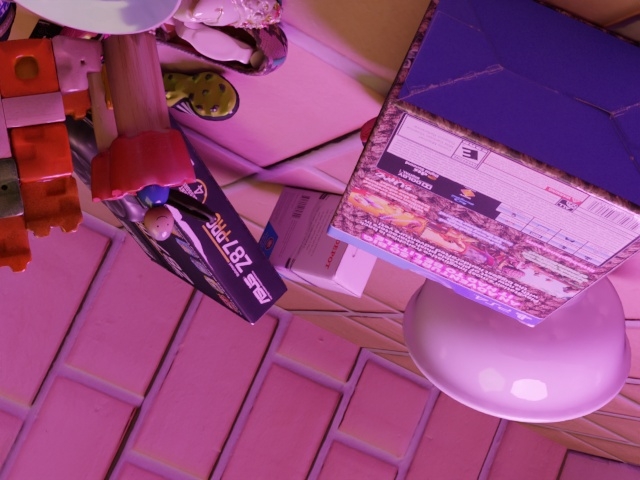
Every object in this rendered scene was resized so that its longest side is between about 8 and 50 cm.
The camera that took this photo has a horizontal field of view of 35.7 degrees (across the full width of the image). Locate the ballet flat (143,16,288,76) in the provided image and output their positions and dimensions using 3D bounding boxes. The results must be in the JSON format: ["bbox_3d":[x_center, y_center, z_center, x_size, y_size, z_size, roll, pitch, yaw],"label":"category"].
[{"bbox_3d":[-0.141,-0.223,1.015,0.221,0.077,0.079,21,-158,2],"label":"ballet flat"}]

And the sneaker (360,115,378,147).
[{"bbox_3d":[0.169,-0.050,1.115,0.299,0.112,0.121,30,167,-23],"label":"sneaker"}]

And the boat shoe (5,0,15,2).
[{"bbox_3d":[-0.301,-0.309,0.840,0.130,0.132,0.355,18,168,27],"label":"boat shoe"}]

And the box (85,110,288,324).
[{"bbox_3d":[-0.250,-0.071,1.533,0.318,0.097,0.395,29,158,45],"label":"box"}]

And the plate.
[{"bbox_3d":[-0.204,-0.240,0.831,0.188,0.024,0.188,8,154,4],"label":"plate"}]

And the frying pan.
[{"bbox_3d":[-0.245,-0.059,1.326,0.326,0.053,0.197,39,161,24],"label":"frying pan"}]

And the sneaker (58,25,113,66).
[{"bbox_3d":[-0.277,-0.249,1.229,0.075,0.063,0.170,29,172,-22],"label":"sneaker"}]

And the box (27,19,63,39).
[{"bbox_3d":[-0.354,-0.252,1.357,0.083,0.062,0.052,21,167,12],"label":"box"}]

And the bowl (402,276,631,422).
[{"bbox_3d":[0.259,0.078,1.265,0.298,0.298,0.134,20,131,19],"label":"bowl"}]

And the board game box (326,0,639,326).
[{"bbox_3d":[0.157,-0.066,0.880,0.232,0.141,0.291,24,158,-1],"label":"board game box"}]

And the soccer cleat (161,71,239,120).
[{"bbox_3d":[-0.148,-0.185,1.291,0.072,0.060,0.179,21,179,-42],"label":"soccer cleat"}]

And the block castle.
[{"bbox_3d":[-0.373,-0.068,1.024,0.453,0.213,0.303,-10,-177,-19],"label":"block castle"}]

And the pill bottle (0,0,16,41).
[{"bbox_3d":[-0.427,-0.294,1.172,0.123,0.123,0.219,25,169,-5],"label":"pill bottle"}]

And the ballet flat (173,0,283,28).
[{"bbox_3d":[-0.130,-0.248,0.908,0.091,0.077,0.241,10,162,44],"label":"ballet flat"}]

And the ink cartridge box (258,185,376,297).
[{"bbox_3d":[0.000,0.000,1.590,0.190,0.140,0.082,13,164,42],"label":"ink cartridge box"}]
